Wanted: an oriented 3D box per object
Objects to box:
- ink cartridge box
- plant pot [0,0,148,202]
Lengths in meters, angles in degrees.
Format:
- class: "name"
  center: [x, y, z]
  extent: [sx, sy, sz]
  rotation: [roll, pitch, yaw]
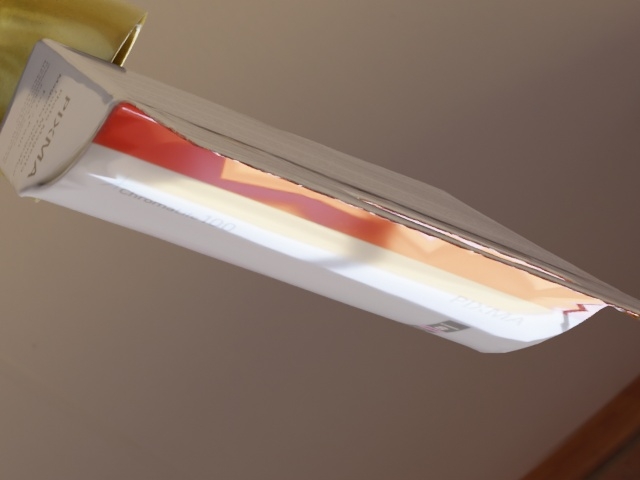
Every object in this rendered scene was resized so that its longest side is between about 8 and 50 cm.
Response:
- class: "ink cartridge box"
  center: [0.000, 0.000, 0.480]
  extent: [0.189, 0.232, 0.066]
  rotation: [20, -79, -23]
- class: "plant pot"
  center: [-0.178, -0.104, 0.870]
  extent: [0.095, 0.134, 0.134]
  rotation: [30, -74, -6]
